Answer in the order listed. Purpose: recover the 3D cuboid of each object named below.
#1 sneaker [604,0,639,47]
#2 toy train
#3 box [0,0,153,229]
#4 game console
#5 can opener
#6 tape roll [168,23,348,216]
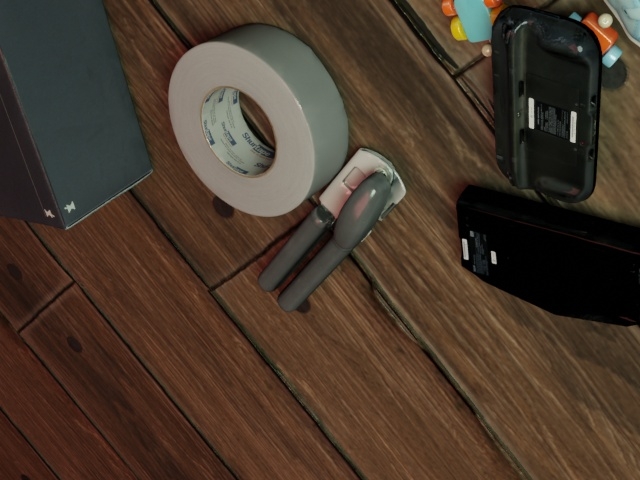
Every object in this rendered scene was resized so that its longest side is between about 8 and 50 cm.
[{"bbox_3d":[0.229,-0.263,0.763,0.135,0.150,0.366,-20,106,47],"label":"sneaker"},{"bbox_3d":[0.196,-0.204,0.907,0.166,0.046,0.125,38,143,6],"label":"toy train"},{"bbox_3d":[-0.433,-0.217,1.316,0.312,0.179,0.343,11,126,35],"label":"box"},{"bbox_3d":[0.232,-0.058,0.951,0.213,0.044,0.361,18,140,28],"label":"game console"},{"bbox_3d":[0.000,0.000,1.182,0.076,0.095,0.283,45,131,4],"label":"can opener"},{"bbox_3d":[-0.075,-0.140,1.153,0.219,0.072,0.219,22,131,28],"label":"tape roll"}]
